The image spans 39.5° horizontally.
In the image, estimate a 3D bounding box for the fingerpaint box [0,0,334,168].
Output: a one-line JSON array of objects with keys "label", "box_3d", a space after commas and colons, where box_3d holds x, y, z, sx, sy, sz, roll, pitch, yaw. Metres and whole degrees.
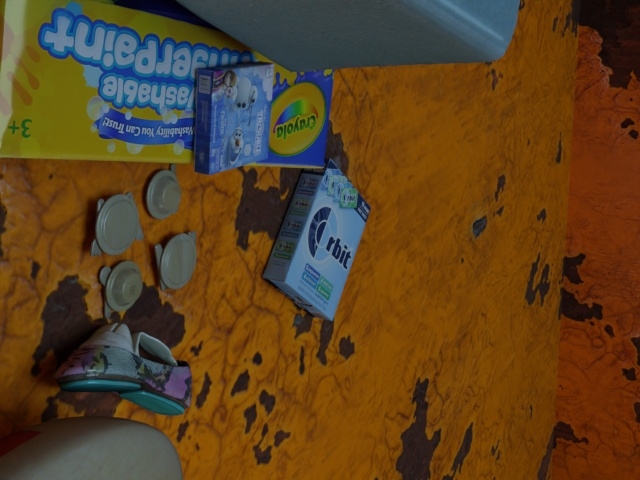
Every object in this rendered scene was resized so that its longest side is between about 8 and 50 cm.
[{"label": "fingerpaint box", "box_3d": [-0.147, -0.257, 0.799, 0.444, 0.163, 0.371, -4, 103, -59]}]

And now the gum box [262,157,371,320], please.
[{"label": "gum box", "box_3d": [0.000, 0.000, 1.253, 0.157, 0.041, 0.184, 45, 60, -55]}]

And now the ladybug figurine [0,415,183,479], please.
[{"label": "ladybug figurine", "box_3d": [-0.291, 0.318, 0.725, 0.449, 0.161, 0.305, -46, 144, -44]}]

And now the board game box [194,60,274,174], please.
[{"label": "board game box", "box_3d": [-0.076, -0.110, 0.792, 0.090, 0.020, 0.090, -26, 125, -55]}]

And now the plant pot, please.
[{"label": "plant pot", "box_3d": [-0.016, -0.278, 0.630, 0.252, 0.247, 0.247, 13, 87, -42]}]

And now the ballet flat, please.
[{"label": "ballet flat", "box_3d": [-0.202, 0.132, 0.934, 0.221, 0.076, 0.079, 39, 47, -62]}]

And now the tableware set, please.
[{"label": "tableware set", "box_3d": [-0.187, 0.002, 0.958, 0.168, 0.020, 0.141, -33, 129, -53]}]
